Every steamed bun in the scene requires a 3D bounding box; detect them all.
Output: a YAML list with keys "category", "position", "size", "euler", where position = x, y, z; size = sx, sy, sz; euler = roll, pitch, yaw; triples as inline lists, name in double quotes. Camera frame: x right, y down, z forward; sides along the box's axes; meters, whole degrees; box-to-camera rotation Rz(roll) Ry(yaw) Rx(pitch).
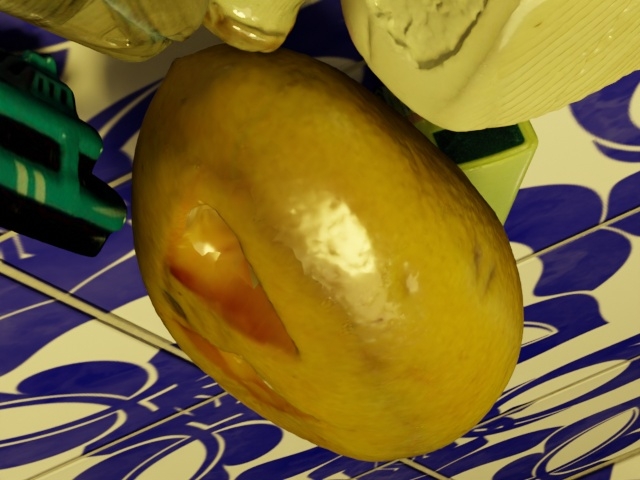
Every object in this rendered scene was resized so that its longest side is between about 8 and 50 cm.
- category: "steamed bun"
  position: [0.114, -0.166, 0.877]
  size: [0.238, 0.152, 0.170]
  euler: [-25, 158, -43]

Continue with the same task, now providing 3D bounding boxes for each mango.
- category: "mango"
  position: [0.000, 0.000, 1.003]
  size: [0.182, 0.253, 0.365]
  euler: [-51, 156, -16]

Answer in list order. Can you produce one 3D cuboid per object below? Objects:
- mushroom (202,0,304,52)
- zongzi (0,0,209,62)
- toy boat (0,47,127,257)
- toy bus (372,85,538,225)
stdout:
- category: "mushroom"
  position: [-0.002, -0.194, 0.758]
  size: [0.081, 0.100, 0.312]
  euler: [-8, 157, -20]
- category: "zongzi"
  position: [-0.082, -0.182, 0.690]
  size: [0.242, 0.112, 0.221]
  euler: [-34, 146, 29]
- category: "toy boat"
  position: [-0.184, -0.075, 0.891]
  size: [0.092, 0.134, 0.299]
  euler: [-59, 157, 3]
- category: "toy bus"
  position: [0.085, -0.049, 1.182]
  size: [0.088, 0.101, 0.175]
  euler: [-18, 158, -13]
